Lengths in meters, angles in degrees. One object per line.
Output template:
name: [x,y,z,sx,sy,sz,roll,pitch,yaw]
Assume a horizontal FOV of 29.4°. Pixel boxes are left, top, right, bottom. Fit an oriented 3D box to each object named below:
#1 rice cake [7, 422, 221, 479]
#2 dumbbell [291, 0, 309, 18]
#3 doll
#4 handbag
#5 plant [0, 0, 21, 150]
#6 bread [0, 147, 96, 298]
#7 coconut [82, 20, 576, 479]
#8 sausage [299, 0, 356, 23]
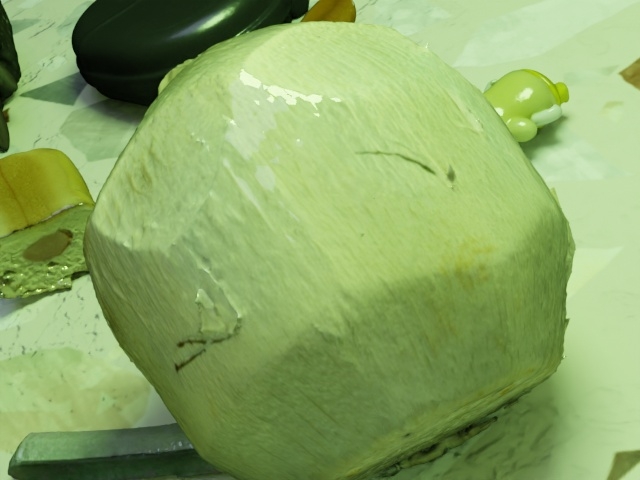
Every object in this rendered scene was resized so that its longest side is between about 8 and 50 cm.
rice cake: [-0.171,0.179,1.034,0.207,0.036,0.047,-7,27,15]
dumbbell: [-0.049,-0.317,1.587,0.083,0.040,0.036,35,93,46]
doll: [0.173,-0.118,1.231,0.162,0.062,0.106,-33,35,-17]
handbag: [-0.172,-0.269,1.507,0.308,0.093,0.254,16,53,46]
plant: [-0.480,-0.217,1.549,0.182,0.194,0.320,-27,32,10]
bread: [-0.304,-0.022,1.293,0.134,0.085,0.173,-25,39,-11]
coconut: [0.000,0.000,0.936,0.346,0.346,0.360,-27,73,-10]
sausage: [-0.008,-0.239,1.461,0.062,0.054,0.183,-23,27,51]
